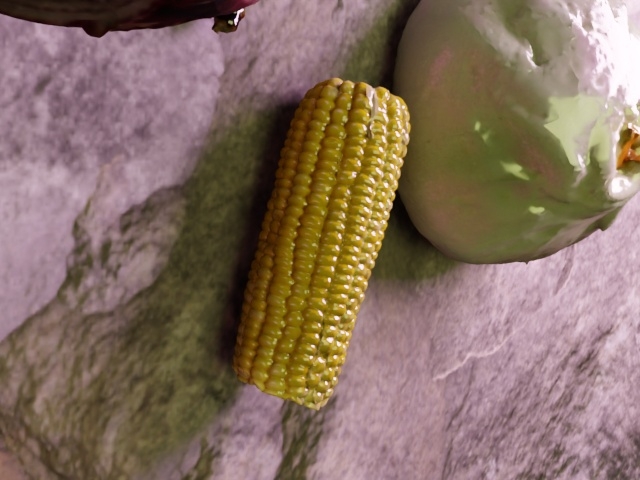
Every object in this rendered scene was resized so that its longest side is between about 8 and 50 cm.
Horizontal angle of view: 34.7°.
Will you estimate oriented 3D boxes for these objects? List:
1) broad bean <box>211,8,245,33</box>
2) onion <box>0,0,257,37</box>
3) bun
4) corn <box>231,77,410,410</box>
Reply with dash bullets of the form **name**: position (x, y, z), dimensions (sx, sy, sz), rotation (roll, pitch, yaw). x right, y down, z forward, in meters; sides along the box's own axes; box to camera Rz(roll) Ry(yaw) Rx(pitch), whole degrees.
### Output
- **broad bean**: position (-0.025, -0.284, 0.708), dimensions (0.060, 0.043, 0.297), rotation (8, 94, -38)
- **onion**: position (-0.135, -0.238, 0.438), dimensions (0.336, 0.260, 0.281), rotation (82, 12, -71)
- **bun**: position (0.202, -0.109, 0.892), dimensions (0.293, 0.187, 0.293), rotation (-10, 104, -45)
- **corn**: position (0.000, 0.000, 0.765), dimensions (0.093, 0.093, 0.244), rotation (18, 85, -48)
